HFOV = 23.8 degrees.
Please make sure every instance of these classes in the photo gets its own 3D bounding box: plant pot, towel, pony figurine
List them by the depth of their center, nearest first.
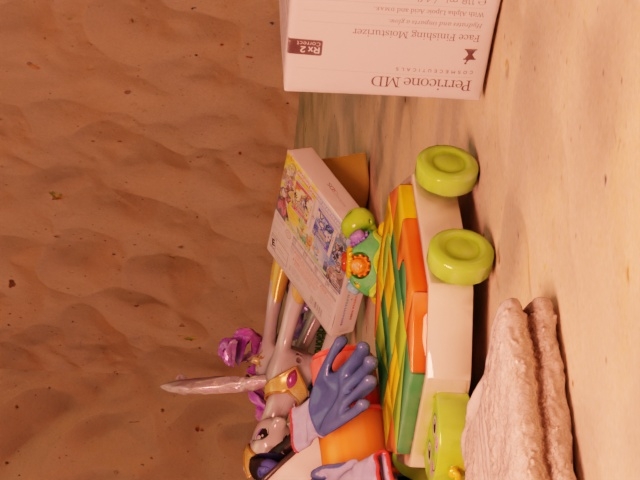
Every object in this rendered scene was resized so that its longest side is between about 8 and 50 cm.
[{"bbox_3d":[0.132,0.193,1.015,0.187,0.049,0.282,97,173,-48],"label":"towel"},{"bbox_3d":[0.032,-0.069,2.209,0.081,0.082,0.083,104,155,-66],"label":"plant pot"},{"bbox_3d":[-0.071,0.207,2.397,0.351,0.303,0.363,-179,106,-77],"label":"pony figurine"}]

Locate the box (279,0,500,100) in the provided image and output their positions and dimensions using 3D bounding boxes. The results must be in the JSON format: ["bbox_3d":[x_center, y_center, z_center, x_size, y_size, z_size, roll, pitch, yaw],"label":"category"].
[{"bbox_3d":[0.056,-0.225,1.357,0.182,0.181,0.119,-94,7,-50],"label":"box"}]

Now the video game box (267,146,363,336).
[{"bbox_3d":[0.000,0.000,2.148,0.205,0.048,0.187,53,145,39],"label":"video game box"}]

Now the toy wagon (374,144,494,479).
[{"bbox_3d":[0.099,0.093,1.350,0.344,0.068,0.267,-93,7,-50],"label":"toy wagon"}]

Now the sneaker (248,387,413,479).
[{"bbox_3d":[0.014,0.286,1.578,0.127,0.182,0.315,-130,43,-85],"label":"sneaker"}]

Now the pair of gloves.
[{"bbox_3d":[0.018,0.189,1.400,0.159,0.023,0.198,-45,42,47],"label":"pair of gloves"}]

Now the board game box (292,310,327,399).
[{"bbox_3d":[-0.016,0.152,2.773,0.305,0.053,0.193,98,174,-46],"label":"board game box"}]

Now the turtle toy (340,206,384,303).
[{"bbox_3d":[0.058,0.016,1.884,0.095,0.066,0.130,99,172,-54],"label":"turtle toy"}]

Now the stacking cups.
[{"bbox_3d":[0.047,0.256,1.445,0.096,0.096,0.316,107,156,-71],"label":"stacking cups"}]
